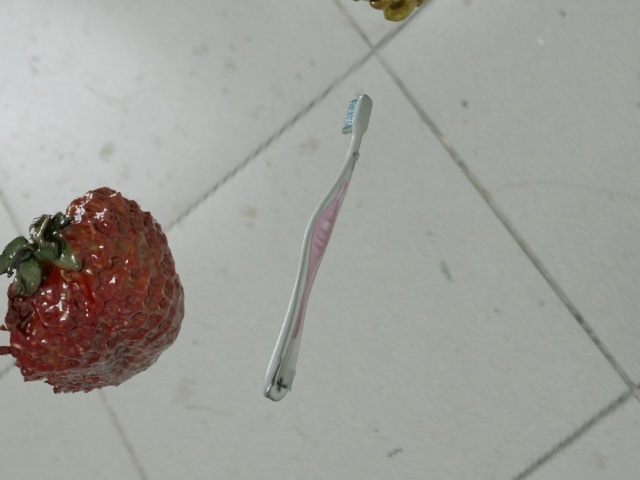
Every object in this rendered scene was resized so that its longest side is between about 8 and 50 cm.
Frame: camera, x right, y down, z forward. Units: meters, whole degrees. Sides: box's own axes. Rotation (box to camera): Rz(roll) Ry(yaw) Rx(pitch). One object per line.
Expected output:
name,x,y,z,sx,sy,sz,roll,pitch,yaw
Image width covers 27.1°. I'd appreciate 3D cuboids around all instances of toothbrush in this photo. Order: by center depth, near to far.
toothbrush,0.000,0.000,0.796,0.022,0.017,0.204,-13,55,50

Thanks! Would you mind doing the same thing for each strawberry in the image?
strawberry,-0.171,0.056,1.106,0.106,0.236,0.175,22,81,18

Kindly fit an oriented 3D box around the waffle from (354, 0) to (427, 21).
waffle,0.109,-0.285,1.056,0.056,0.249,0.253,48,134,26
